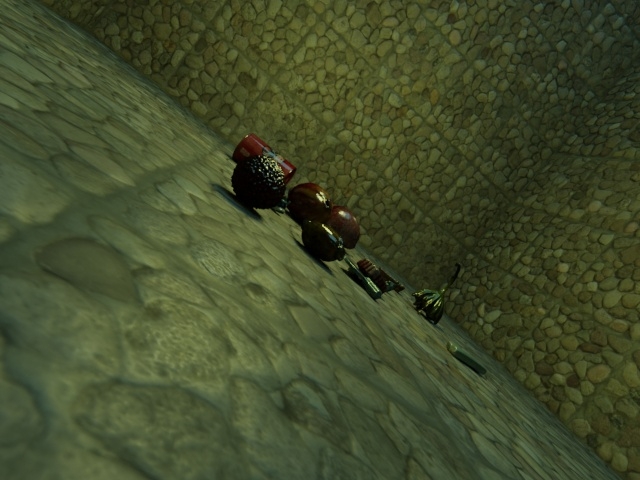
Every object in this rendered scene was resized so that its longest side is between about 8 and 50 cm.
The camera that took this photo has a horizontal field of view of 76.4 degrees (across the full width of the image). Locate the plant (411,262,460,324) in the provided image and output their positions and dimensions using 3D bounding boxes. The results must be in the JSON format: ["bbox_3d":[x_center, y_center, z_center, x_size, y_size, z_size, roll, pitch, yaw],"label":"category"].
[{"bbox_3d":[0.682,0.316,2.259,0.251,0.334,0.180,51,10,-49],"label":"plant"}]

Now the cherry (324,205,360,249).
[{"bbox_3d":[0.111,-0.076,2.270,0.300,0.203,0.230,52,0,-18],"label":"cherry"}]

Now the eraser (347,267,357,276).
[{"bbox_3d":[0.144,0.133,1.706,0.038,0.019,0.083,43,7,26],"label":"eraser"}]

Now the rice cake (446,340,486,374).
[{"bbox_3d":[0.621,0.501,1.742,0.222,0.042,0.080,35,8,-25],"label":"rice cake"}]

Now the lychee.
[{"bbox_3d":[-0.194,-0.184,1.305,0.188,0.188,0.188,39,6,-5],"label":"lychee"}]

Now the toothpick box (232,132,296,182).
[{"bbox_3d":[-0.333,-0.458,2.426,0.333,0.204,0.204,39,6,2],"label":"toothpick box"}]

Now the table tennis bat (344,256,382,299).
[{"bbox_3d":[0.166,0.147,1.579,0.153,0.040,0.244,43,5,-36],"label":"table tennis bat"}]

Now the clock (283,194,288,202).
[{"bbox_3d":[-0.121,-0.168,2.259,0.226,0.049,0.226,39,6,-5],"label":"clock"}]

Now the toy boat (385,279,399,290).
[{"bbox_3d":[0.308,0.191,2.011,0.186,0.077,0.075,37,5,-22],"label":"toy boat"}]

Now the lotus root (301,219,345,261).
[{"bbox_3d":[0.000,0.000,1.396,0.209,0.120,0.120,41,6,30],"label":"lotus root"}]

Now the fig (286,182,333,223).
[{"bbox_3d":[-0.049,-0.173,1.986,0.224,0.224,0.263,36,10,-26],"label":"fig"}]

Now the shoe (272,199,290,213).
[{"bbox_3d":[-0.190,-0.168,1.709,0.143,0.071,0.064,37,3,37],"label":"shoe"}]

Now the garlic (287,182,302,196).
[{"bbox_3d":[-0.106,-0.258,2.568,0.160,0.191,0.214,1,44,-40],"label":"garlic"}]

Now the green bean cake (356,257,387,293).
[{"bbox_3d":[0.217,0.147,1.691,0.135,0.056,0.135,59,-7,-33],"label":"green bean cake"}]

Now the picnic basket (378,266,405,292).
[{"bbox_3d":[0.416,0.238,2.437,0.193,0.054,0.110,39,5,10],"label":"picnic basket"}]

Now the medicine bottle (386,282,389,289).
[{"bbox_3d":[0.284,0.203,1.918,0.047,0.047,0.083,34,8,-41],"label":"medicine bottle"}]
